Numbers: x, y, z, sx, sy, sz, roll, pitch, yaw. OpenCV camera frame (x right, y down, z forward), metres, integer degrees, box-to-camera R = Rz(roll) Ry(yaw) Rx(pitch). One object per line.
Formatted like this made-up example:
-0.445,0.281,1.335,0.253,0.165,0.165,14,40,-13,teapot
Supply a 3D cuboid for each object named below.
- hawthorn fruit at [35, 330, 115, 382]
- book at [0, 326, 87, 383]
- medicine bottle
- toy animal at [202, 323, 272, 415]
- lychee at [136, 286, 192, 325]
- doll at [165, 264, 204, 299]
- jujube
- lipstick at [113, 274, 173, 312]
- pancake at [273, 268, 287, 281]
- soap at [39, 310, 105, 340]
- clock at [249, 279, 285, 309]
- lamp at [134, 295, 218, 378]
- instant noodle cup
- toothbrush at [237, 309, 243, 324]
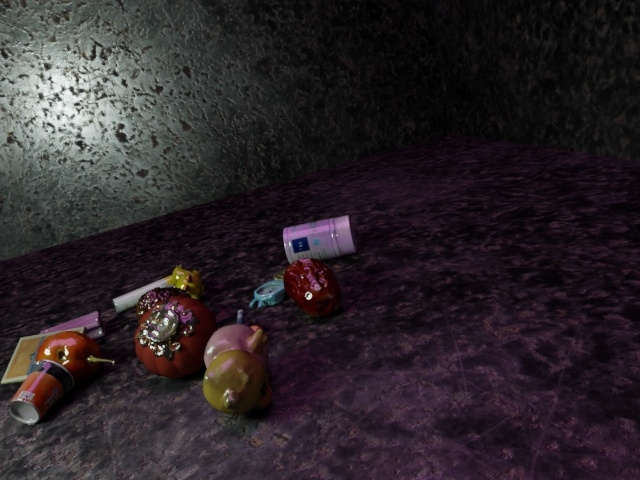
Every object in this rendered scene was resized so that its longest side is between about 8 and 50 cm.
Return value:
-0.670,0.333,1.543,0.286,0.165,0.165,-5,20,22,hawthorn fruit
-0.872,0.361,1.702,0.242,0.018,0.170,-11,45,10,book
0.000,0.000,2.037,0.254,0.152,0.152,-12,18,7,medicine bottle
-0.194,0.303,1.262,0.195,0.169,0.281,-55,21,11,toy animal
-0.480,0.229,1.674,0.188,0.187,0.188,-13,18,4,lychee
-0.489,0.166,1.948,0.136,0.142,0.221,18,12,-13,doll
-0.024,0.145,1.643,0.155,0.155,0.230,-18,28,-11,jujube
-0.663,0.200,2.079,0.264,0.059,0.059,-23,20,-27,lipstick
-0.119,0.124,1.970,0.108,0.017,0.108,-12,21,5,pancake
-0.849,0.320,1.844,0.203,0.065,0.122,-19,20,-17,soap
-0.171,0.182,1.794,0.108,0.045,0.147,4,26,45,clock
-0.388,0.264,1.469,0.227,0.226,0.227,-13,18,4,lamp
-0.753,0.410,1.441,0.127,0.127,0.135,-10,27,13,instant noodle cup
-0.244,0.265,1.630,0.019,0.025,0.275,-16,18,-3,toothbrush
